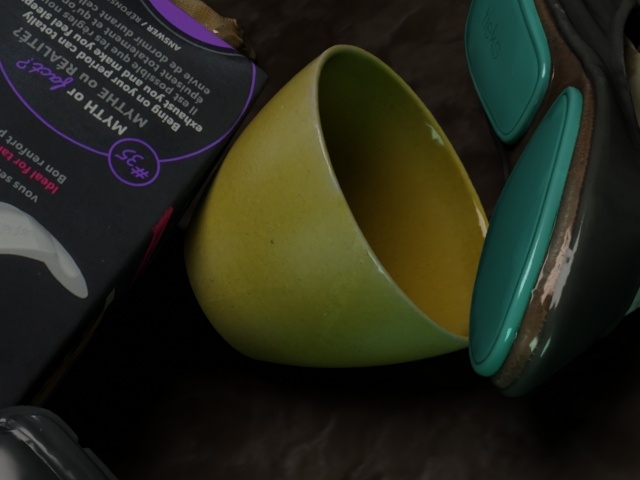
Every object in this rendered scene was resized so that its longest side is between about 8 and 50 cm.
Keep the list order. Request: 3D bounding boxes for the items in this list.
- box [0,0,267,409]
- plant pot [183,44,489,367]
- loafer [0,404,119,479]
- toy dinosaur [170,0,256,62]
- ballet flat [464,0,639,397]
[{"bbox_3d":[-0.169,0.004,0.760,0.165,0.143,0.270,36,54,-1],"label":"box"},{"bbox_3d":[0.000,0.000,0.778,0.095,0.134,0.134,-28,35,24],"label":"plant pot"},{"bbox_3d":[-0.055,0.152,0.607,0.223,0.076,0.078,44,65,13],"label":"loafer"},{"bbox_3d":[-0.114,-0.132,0.938,0.183,0.053,0.093,4,48,-25],"label":"toy dinosaur"},{"bbox_3d":[0.116,-0.035,0.785,0.096,0.095,0.280,18,39,-10],"label":"ballet flat"}]
